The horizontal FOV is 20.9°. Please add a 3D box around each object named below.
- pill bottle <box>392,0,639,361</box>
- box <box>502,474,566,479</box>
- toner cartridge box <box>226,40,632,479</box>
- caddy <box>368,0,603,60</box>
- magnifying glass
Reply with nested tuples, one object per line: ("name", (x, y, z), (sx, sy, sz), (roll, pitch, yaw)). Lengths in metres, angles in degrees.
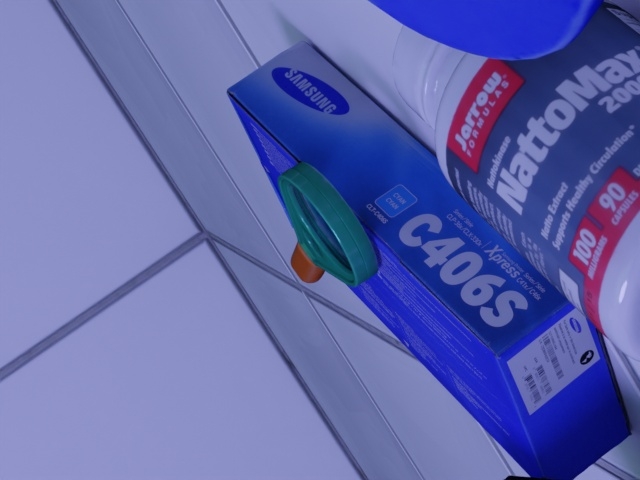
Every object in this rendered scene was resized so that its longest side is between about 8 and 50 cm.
("pill bottle", (0.111, -0.041, 0.729), (0.180, 0.108, 0.108), (47, 167, 40))
("box", (0.197, 0.239, 1.030), (0.290, 0.087, 0.169), (-9, 107, 61))
("toner cartridge box", (0.070, 0.011, 1.218), (0.348, 0.075, 0.165), (46, 166, 43))
("caddy", (0.113, -0.125, 0.257), (0.241, 0.179, 0.341), (30, 167, 6))
("magnifying glass", (0.000, 0.000, 1.232), (0.092, 0.026, 0.231), (54, 169, 5))
